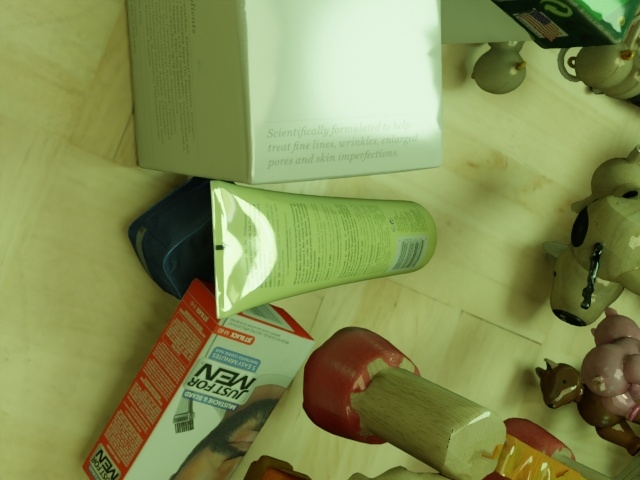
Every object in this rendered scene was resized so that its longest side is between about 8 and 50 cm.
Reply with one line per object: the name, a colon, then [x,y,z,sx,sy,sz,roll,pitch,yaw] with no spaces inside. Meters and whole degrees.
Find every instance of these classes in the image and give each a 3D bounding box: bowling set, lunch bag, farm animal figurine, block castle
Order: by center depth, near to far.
lunch bag: [-0.087,-0.006,0.832,0.098,0.065,0.067,-37,134,-19]
block castle: [0.029,0.321,0.872,0.303,0.213,0.453,32,83,-36]
bowling set: [0.283,-0.167,0.901,0.200,0.287,0.154,22,82,-29]
farm animal figurine: [0.288,0.014,0.985,0.327,0.172,0.330,-41,153,-21]

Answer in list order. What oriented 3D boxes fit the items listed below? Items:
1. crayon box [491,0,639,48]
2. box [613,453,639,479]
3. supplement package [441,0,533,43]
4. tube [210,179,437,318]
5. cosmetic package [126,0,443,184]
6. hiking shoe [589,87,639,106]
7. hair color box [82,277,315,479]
crayon box: [0.180,-0.318,0.765,0.202,0.081,0.318,31,79,-30]
box: [0.294,0.325,0.925,0.121,0.311,0.148,29,124,-5]
supplement package: [0.111,-0.288,0.862,0.194,0.149,0.203,39,77,-29]
tube: [0.000,0.000,0.842,0.240,0.070,0.062,-5,141,-54]
cosmetic package: [-0.029,-0.124,0.781,0.151,0.184,0.151,-8,101,-30]
hiking shoe: [0.333,-0.218,1.019,0.114,0.086,0.226,9,115,-26]
hair color box: [-0.088,0.120,0.823,0.093,0.053,0.167,23,104,-42]
